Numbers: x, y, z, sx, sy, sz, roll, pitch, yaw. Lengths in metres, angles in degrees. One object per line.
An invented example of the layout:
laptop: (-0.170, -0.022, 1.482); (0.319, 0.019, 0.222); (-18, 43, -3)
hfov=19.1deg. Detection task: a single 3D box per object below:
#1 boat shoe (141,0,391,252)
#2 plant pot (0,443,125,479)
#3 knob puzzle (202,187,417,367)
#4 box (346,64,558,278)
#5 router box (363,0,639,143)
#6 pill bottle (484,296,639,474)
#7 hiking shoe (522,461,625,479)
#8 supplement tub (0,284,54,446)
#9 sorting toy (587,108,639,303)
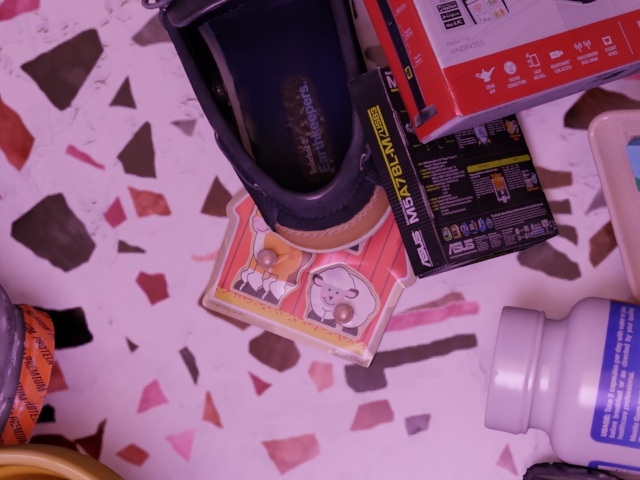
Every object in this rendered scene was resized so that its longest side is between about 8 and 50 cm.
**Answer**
boat shoe: (-0.064, -0.231, 1.730); (0.187, 0.156, 0.500); (-21, 79, 6)
plant pot: (-0.244, 0.302, 1.686); (0.254, 0.239, 0.254); (0, 88, 7)
knob puzzle: (0.000, 0.000, 1.780); (0.213, 0.030, 0.213); (0, 87, 7)
box: (0.121, -0.071, 1.695); (0.045, 0.191, 0.184); (-26, 83, 38)
router box: (0.184, -0.275, 1.668); (0.335, 0.082, 0.301); (-20, 84, -25)
pill bottle: (0.286, 0.131, 1.678); (0.272, 0.152, 0.152); (9, 88, 7)
hiking shoe: (0.276, 0.278, 1.704); (0.227, 0.086, 0.114); (24, 87, 7)
supplement tub: (-0.410, 0.092, 1.692); (0.316, 0.193, 0.193); (19, 89, -24)
sorting toy: (0.338, -0.023, 1.613); (0.208, 0.038, 0.193); (-2, 118, 37)
